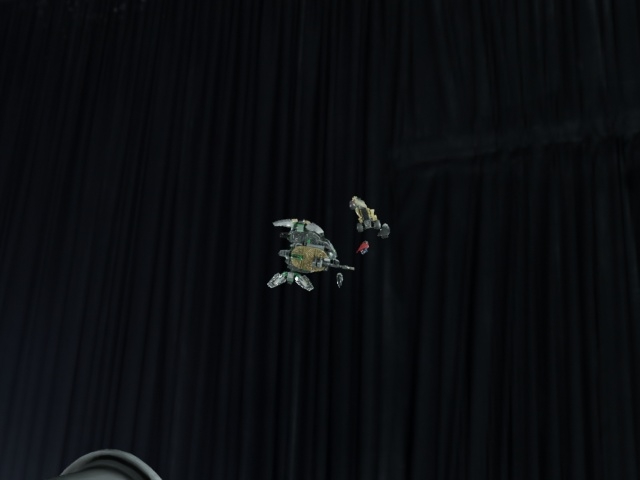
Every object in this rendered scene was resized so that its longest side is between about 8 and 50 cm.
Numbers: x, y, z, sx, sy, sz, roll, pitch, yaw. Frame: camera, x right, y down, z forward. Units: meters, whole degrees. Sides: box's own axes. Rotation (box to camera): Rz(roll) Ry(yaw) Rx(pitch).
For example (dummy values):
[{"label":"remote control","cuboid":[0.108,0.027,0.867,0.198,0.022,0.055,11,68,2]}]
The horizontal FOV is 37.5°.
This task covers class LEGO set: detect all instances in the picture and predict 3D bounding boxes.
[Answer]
[{"label":"LEGO set","cuboid":[0.002,0.001,0.545,0.083,0.023,0.054,-17,123,20]}]

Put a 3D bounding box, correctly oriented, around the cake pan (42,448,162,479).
[{"label":"cake pan","cuboid":[-0.142,0.260,0.502,0.054,0.293,0.293,10,158,-36]}]
